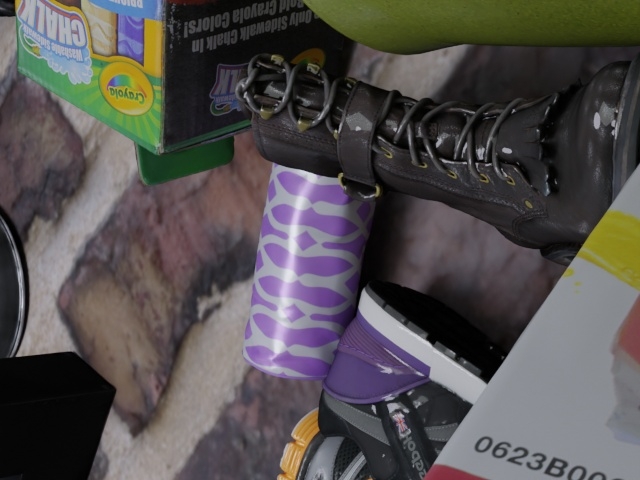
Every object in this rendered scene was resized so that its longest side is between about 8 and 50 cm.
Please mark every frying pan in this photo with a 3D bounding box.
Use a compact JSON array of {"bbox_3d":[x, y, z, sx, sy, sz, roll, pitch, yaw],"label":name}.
[{"bbox_3d":[-0.349,-0.009,1.189,0.197,0.053,0.326,30,113,35],"label":"frying pan"}]

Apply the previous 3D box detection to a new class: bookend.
[{"bbox_3d":[-0.282,0.188,1.060,0.072,0.156,0.157,33,112,35],"label":"bookend"}]

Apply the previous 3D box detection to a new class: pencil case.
[{"bbox_3d":[0.000,0.000,0.863,0.086,0.088,0.206,31,112,58],"label":"pencil case"}]

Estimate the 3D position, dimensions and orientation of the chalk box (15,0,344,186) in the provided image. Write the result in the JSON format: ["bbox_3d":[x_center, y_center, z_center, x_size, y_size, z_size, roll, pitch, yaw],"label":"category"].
[{"bbox_3d":[-0.100,-0.183,0.860,0.179,0.180,0.288,32,128,35],"label":"chalk box"}]

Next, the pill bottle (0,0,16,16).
[{"bbox_3d":[-0.312,-0.267,1.100,0.219,0.123,0.122,8,96,40],"label":"pill bottle"}]

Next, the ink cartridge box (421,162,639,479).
[{"bbox_3d":[0.221,0.099,0.464,0.279,0.384,0.160,14,139,36],"label":"ink cartridge box"}]

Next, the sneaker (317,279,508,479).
[{"bbox_3d":[0.106,0.149,0.759,0.283,0.107,0.124,41,109,43],"label":"sneaker"}]

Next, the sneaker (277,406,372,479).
[{"bbox_3d":[0.002,0.232,0.868,0.083,0.084,0.214,19,102,33],"label":"sneaker"}]

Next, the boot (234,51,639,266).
[{"bbox_3d":[0.060,-0.056,0.672,0.229,0.263,0.091,17,76,5],"label":"boot"}]

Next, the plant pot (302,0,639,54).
[{"bbox_3d":[0.144,-0.242,0.563,0.353,0.367,0.366,-9,85,44],"label":"plant pot"}]
